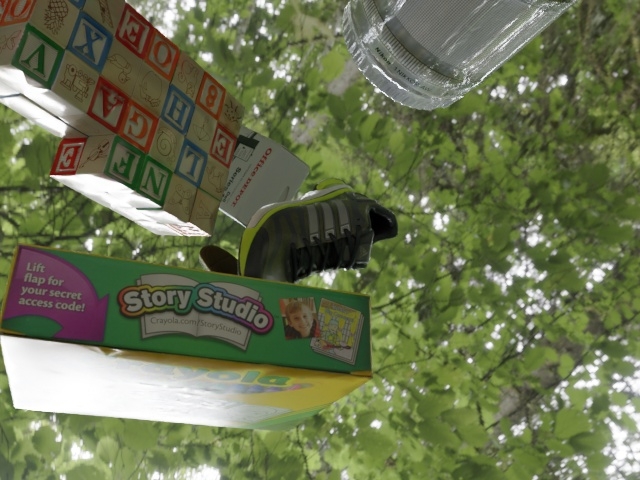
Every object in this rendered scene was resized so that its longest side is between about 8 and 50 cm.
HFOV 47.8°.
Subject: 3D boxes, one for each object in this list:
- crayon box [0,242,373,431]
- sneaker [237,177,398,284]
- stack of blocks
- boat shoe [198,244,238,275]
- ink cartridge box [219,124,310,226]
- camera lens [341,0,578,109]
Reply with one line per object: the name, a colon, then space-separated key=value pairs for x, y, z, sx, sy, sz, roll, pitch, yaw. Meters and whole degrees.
crayon box: x=-0.163 y=0.134 z=0.836 sx=0.363 sy=0.313 sz=0.106 roll=9 pitch=-116 yaw=-16
sneaker: x=0.000 y=0.000 z=0.941 sx=0.121 sy=0.111 sz=0.300 roll=17 pitch=-147 yaw=27
stack of blocks: x=-0.213 y=-0.135 z=0.754 sx=0.087 sy=0.297 sz=0.171 roll=2 pitch=-110 yaw=32
boat shoe: x=-0.124 y=0.071 z=1.055 sx=0.152 sy=0.049 sz=0.056 roll=44 pitch=-137 yaw=6
ink cartridge box: x=-0.139 y=-0.118 z=1.284 sx=0.208 sy=0.087 sz=0.153 roll=31 pitch=-92 yaw=44
camera lens: x=0.180 y=-0.322 z=0.911 sx=0.219 sy=0.274 sz=0.219 roll=15 pitch=-121 yaw=-26
